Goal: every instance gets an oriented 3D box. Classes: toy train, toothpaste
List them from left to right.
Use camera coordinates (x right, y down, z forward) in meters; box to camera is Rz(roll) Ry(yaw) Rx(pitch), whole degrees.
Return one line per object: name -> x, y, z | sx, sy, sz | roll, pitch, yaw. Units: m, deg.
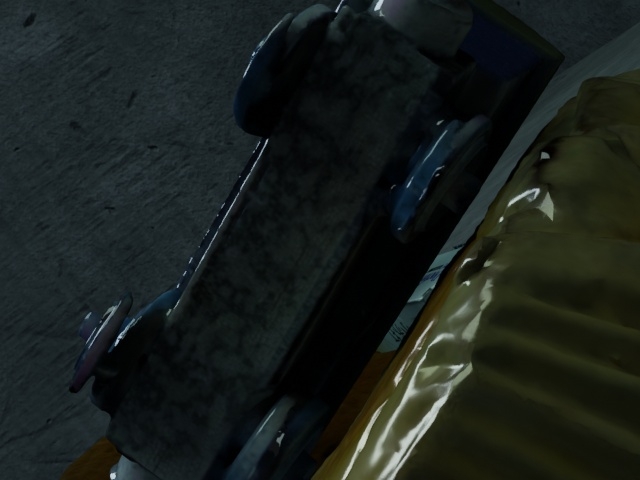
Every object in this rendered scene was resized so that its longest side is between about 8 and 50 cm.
toy train -> 0.000, 0.000, 0.915 | 0.300, 0.131, 0.202 | -58, -8, 20
toothpaste -> 0.102, 0.064, 1.794 | 0.089, 0.071, 0.313 | -43, 5, -14

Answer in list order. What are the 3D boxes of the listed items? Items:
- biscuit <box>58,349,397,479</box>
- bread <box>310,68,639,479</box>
biscuit -> -0.010, 0.132, 1.101 | 0.358, 0.074, 0.381 | -14, 7, -2
bread -> 0.135, 0.054, 0.799 | 0.236, 0.183, 0.388 | -56, -2, 37
